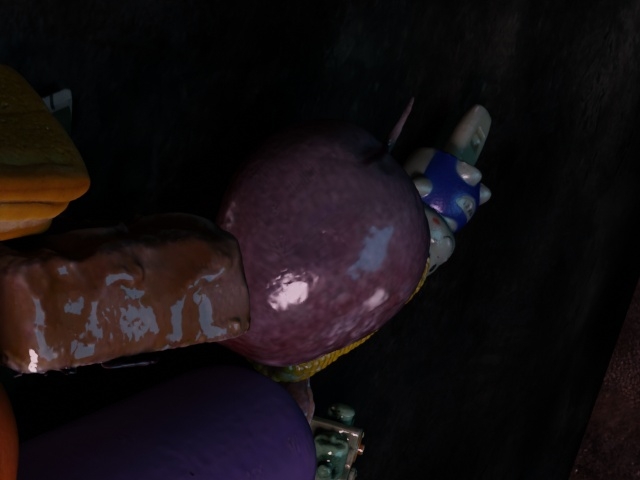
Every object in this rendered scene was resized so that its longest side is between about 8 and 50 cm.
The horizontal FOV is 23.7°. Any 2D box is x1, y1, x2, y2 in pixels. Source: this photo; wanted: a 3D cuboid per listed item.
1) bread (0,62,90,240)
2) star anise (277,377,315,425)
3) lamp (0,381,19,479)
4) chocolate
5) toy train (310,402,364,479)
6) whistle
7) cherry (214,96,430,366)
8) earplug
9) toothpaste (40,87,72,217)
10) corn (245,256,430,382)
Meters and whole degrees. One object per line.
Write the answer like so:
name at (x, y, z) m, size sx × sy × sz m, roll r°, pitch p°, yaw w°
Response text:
bread at (-0.234, -0.054, 0.937) m, size 0.077 × 0.116 × 0.200 m, roll -50°, pitch 162°, yaw 21°
star anise at (-0.070, 0.226, 1.536) m, size 0.197 × 0.073 × 0.212 m, roll -2°, pitch 108°, yaw -67°
lamp at (-0.280, 0.148, 0.893) m, size 0.223 × 0.196 × 0.223 m, roll -38°, pitch 179°, yaw 0°
chocolate at (-0.158, 0.030, 1.057) m, size 0.214 × 0.148 × 0.093 m, roll -10°, pitch 104°, yaw -44°
toy train at (-0.003, 0.277, 1.673) m, size 0.125 × 0.081 × 0.194 m, roll -65°, pitch 170°, yaw -69°
whistle at (0.130, -0.046, 1.698) m, size 0.244 × 0.092 × 0.110 m, roll -58°, pitch 143°, yaw -18°
cherry at (0.000, 0.000, 1.367) m, size 0.266 × 0.183 × 0.213 m, roll -46°, pitch 141°, yaw -11°
earplug at (-0.153, 0.228, 1.231) m, size 0.456 × 0.215 × 0.215 m, roll -25°, pitch 132°, yaw -61°
toothpaste at (-0.202, -0.013, 1.123) m, size 0.049 × 0.031 × 0.204 m, roll -33°, pitch 136°, yaw -53°
corn at (0.018, 0.064, 1.541) m, size 0.244 × 0.093 × 0.093 m, roll -30°, pitch 136°, yaw -44°
